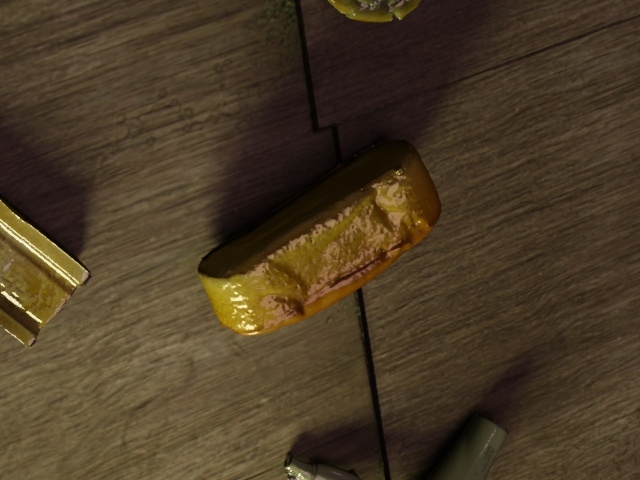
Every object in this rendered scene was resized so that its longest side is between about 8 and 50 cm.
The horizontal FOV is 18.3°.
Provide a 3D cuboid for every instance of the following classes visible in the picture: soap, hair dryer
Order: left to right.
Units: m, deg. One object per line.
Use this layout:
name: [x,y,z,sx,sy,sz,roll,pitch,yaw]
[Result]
soap: [-0.312,-0.009,1.728,0.092,0.037,0.252,-48,127,-2]
hair dryer: [0.097,0.245,2.082,0.219,0.088,0.225,-40,112,-15]

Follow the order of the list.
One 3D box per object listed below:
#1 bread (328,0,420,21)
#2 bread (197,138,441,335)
bread: [0.054,-0.274,1.788,0.117,0.064,0.156,4,113,-33]
bread: [0.000,0.000,1.875,0.245,0.102,0.094,-34,119,-13]
